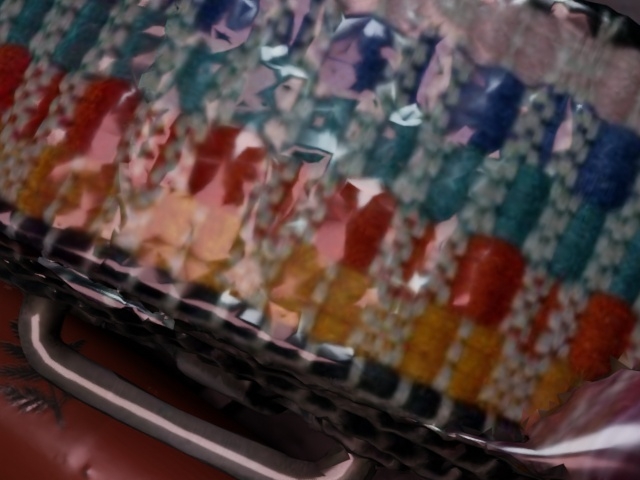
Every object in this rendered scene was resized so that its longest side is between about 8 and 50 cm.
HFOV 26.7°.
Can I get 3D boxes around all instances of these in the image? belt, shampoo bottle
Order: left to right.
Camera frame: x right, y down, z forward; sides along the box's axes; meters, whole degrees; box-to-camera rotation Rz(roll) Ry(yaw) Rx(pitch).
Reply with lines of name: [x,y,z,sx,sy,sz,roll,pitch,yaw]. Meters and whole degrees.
shampoo bottle: [-0.070,0.087,0.508,0.244,0.085,0.085,28,88,20]
belt: [0.000,0.000,0.441,0.295,0.207,0.160,24,82,7]
